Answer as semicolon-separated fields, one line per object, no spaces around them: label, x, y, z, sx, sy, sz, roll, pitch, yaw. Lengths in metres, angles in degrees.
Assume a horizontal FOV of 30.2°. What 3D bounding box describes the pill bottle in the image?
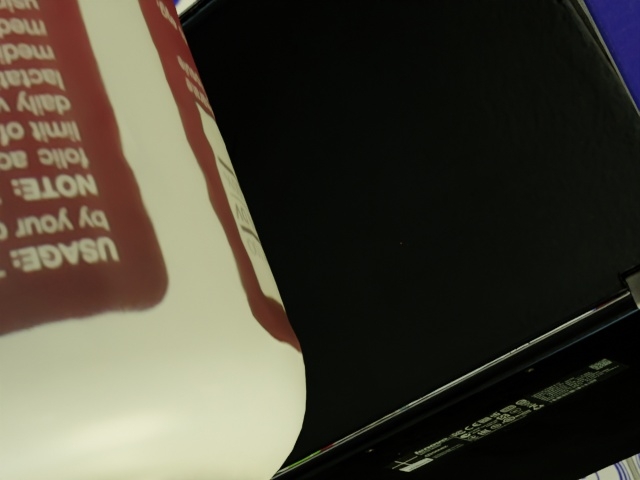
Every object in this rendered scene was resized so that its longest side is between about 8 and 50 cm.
pill bottle;-0.138;0.006;0.413;0.224;0.392;0.224;-18;160;-7

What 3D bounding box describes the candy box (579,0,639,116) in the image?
candy box;0.184;-0.176;0.368;0.268;0.317;0.122;-29;159;20

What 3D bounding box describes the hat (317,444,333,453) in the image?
hat;0.080;0.066;1.101;0.173;0.183;0.208;-9;157;-28

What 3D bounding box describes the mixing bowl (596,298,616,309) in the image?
mixing bowl;0.285;0.034;0.927;0.181;0.098;0.181;-26;173;-3

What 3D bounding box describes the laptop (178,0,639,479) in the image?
laptop;0.079;0.014;0.783;0.382;0.236;0.408;-32;147;29

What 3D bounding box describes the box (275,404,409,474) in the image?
box;-0.044;0.199;1.259;0.262;0.231;0.127;-26;160;12
